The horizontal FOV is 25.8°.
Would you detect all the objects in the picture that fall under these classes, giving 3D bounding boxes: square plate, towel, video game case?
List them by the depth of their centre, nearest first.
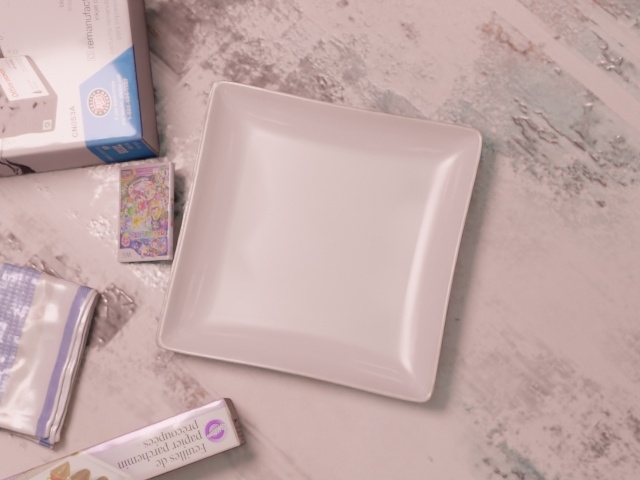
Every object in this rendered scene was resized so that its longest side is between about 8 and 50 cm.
[{"bbox_3d":[0.000,0.000,1.728,0.347,0.049,0.344,11,85,5],"label":"square plate"},{"bbox_3d":[-0.218,-0.034,1.743,0.087,0.011,0.122,-3,83,35],"label":"video game case"},{"bbox_3d":[-0.435,0.125,1.753,0.285,0.034,0.209,15,85,5],"label":"towel"}]

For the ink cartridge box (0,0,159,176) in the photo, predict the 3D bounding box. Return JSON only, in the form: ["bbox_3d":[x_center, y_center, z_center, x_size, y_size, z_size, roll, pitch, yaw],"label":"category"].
[{"bbox_3d":[-0.371,-0.202,1.732,0.308,0.129,0.223,-7,84,3],"label":"ink cartridge box"}]

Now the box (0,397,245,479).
[{"bbox_3d":[-0.254,0.276,1.710,0.324,0.067,0.063,-21,84,3],"label":"box"}]
